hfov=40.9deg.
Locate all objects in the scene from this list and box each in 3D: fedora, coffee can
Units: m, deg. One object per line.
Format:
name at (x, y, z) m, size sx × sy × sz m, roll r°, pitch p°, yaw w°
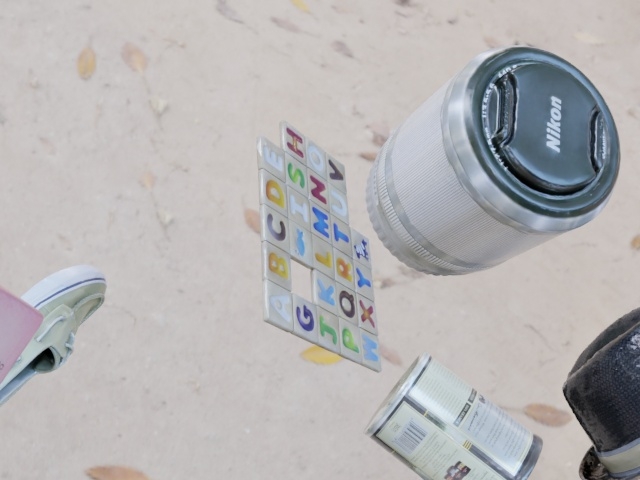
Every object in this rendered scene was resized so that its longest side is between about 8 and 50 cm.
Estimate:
fedora at (0.451, 0.183, 1.170) m, size 0.334 × 0.334 × 0.152 m, roll -35°, pitch 80°, yaw -36°
coffee can at (0.250, 0.371, 1.631) m, size 0.275 × 0.201 × 0.201 m, roll 37°, pitch 51°, yaw 6°

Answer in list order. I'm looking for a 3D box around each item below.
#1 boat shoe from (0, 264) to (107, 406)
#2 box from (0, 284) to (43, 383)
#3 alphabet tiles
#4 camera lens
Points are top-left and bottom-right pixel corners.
boat shoe at (-0.364, 0.130, 1.086) m, size 0.094 × 0.109 × 0.302 m, roll 38°, pitch 36°, yaw 7°
box at (-0.309, 0.041, 0.512) m, size 0.127 × 0.232 × 0.148 m, roll 25°, pitch 75°, yaw 28°
alphabet tiles at (0.000, 0.000, 0.881) m, size 0.198 × 0.009 × 0.237 m, roll 31°, pitch 47°, yaw -48°
camera lens at (0.198, -0.085, 1.026) m, size 0.219 × 0.274 × 0.219 m, roll 7°, pitch 71°, yaw -20°
